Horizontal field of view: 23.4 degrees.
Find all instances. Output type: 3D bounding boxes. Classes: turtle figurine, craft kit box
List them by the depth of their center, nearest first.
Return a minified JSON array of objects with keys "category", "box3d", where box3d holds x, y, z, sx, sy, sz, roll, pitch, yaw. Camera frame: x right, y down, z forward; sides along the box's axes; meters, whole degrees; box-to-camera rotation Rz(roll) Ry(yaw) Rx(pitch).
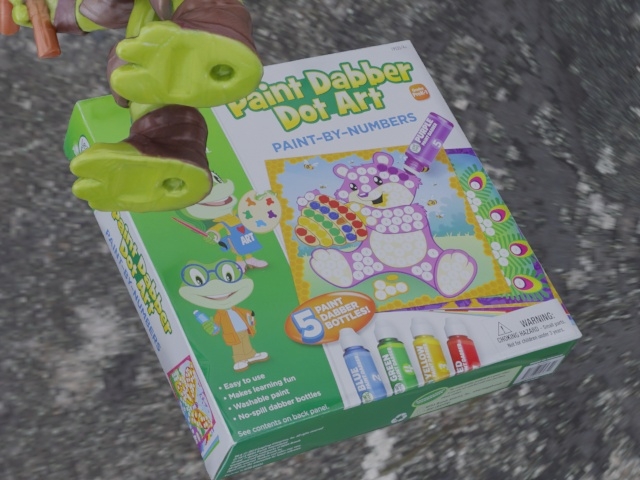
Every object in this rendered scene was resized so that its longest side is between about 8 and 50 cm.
[{"category":"turtle figurine","box3d":[-0.074,-0.119,0.685,0.269,0.087,0.217,-43,40,39]},{"category":"craft kit box","box3d":[0.000,0.000,0.968,0.247,0.249,0.061,61,149,26]}]
